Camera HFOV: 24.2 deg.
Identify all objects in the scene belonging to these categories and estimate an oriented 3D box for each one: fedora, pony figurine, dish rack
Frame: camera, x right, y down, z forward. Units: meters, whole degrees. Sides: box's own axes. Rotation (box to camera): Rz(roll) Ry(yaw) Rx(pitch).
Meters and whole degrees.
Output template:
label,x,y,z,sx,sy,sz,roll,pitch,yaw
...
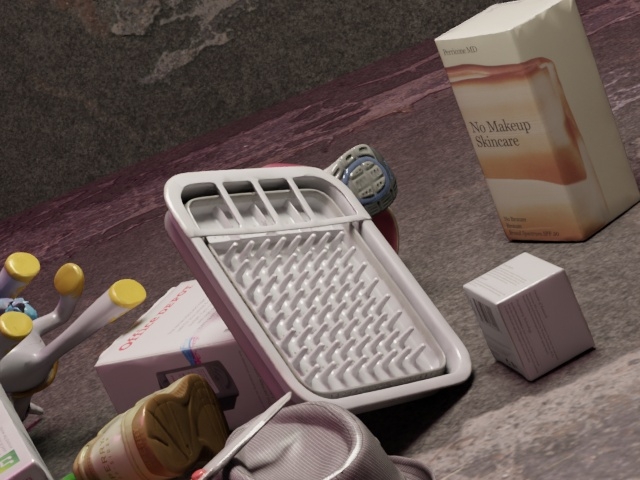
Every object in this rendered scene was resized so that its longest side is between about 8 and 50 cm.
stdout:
label,x,y,z,sx,sy,sz,roll,pitch,yaw
fedora,-0.019,0.236,1.434,0.244,0.124,0.275,-27,17,-13
pony figurine,-0.432,0.179,1.894,0.351,0.302,0.363,-16,-28,-49
dish rack,-0.014,0.062,1.647,0.286,0.333,0.072,-6,-39,-46

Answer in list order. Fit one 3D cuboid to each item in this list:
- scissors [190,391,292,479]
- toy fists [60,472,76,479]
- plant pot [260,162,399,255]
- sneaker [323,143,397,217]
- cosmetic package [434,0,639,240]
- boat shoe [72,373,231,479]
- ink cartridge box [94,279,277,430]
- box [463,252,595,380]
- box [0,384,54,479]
label,x,y,z,sx,sy,sz,roll,pitch,yaw
scissors,-0.127,0.228,1.360,0.109,0.021,0.297,-27,13,36
toy fists,-0.232,0.299,1.448,0.142,0.096,0.279,-49,-7,5
plant pot,0.000,0.000,2.065,0.180,0.201,0.201,9,33,35
sneaker,-0.031,-0.013,1.872,0.297,0.111,0.129,-30,1,-39
cosmetic package,0.284,-0.157,1.948,0.129,0.296,0.153,-32,18,-31
boat shoe,-0.158,0.196,1.485,0.089,0.104,0.285,-24,-10,10
ink cartridge box,-0.086,0.129,1.849,0.306,0.131,0.226,-13,19,34
box,0.226,0.081,1.629,0.087,0.102,0.101,-28,16,-10
box,-0.396,0.240,1.274,0.322,0.058,0.232,-33,32,-10
